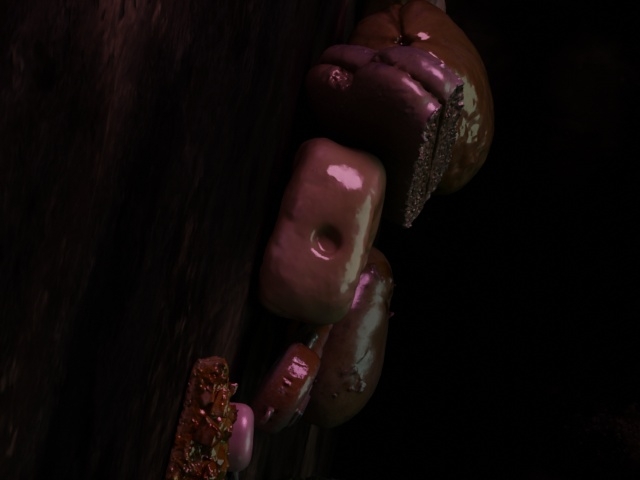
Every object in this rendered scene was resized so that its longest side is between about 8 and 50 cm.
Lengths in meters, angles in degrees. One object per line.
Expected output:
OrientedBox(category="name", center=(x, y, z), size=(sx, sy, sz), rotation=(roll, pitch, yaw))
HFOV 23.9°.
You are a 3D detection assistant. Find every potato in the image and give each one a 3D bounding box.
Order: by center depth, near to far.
OrientedBox(category="potato", center=(0.020, 0.126, 2.074), size=(0.165, 0.165, 0.262), rotation=(62, 36, -82))

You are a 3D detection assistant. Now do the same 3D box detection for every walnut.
OrientedBox(category="walnut", center=(0.118, -0.178, 2.027), size=(0.283, 0.227, 0.283), rotation=(-3, 90, -84))

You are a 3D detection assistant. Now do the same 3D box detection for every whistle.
OrientedBox(category="whistle", center=(-0.028, 0.147, 1.714), size=(0.107, 0.057, 0.220), rotation=(-57, -177, 31))

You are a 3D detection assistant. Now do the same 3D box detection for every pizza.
OrientedBox(category="pizza", center=(-0.106, 0.193, 1.368), size=(0.134, 0.046, 0.175), rotation=(-74, 174, -45))

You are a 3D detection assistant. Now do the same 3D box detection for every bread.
OrientedBox(category="bread", center=(0.065, -0.135, 1.773), size=(0.102, 0.183, 0.337), rotation=(-58, 169, -19))

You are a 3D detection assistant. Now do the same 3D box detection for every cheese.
OrientedBox(category="cheese", center=(0.000, 0.000, 1.711), size=(0.235, 0.117, 0.218), rotation=(100, 5, -51))

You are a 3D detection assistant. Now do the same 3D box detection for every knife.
OrientedBox(category="knife", center=(-0.099, 0.224, 1.678), size=(0.336, 0.043, 0.081), rotation=(109, -15, -77))

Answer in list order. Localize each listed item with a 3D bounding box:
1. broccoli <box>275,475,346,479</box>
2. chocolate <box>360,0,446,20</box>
OrientedBox(category="broccoli", center=(0.002, 0.503, 2.299), size=(0.275, 0.308, 0.308), rotation=(-50, 165, -20))
OrientedBox(category="chocolate", center=(0.125, -0.369, 2.213), size=(0.309, 0.134, 0.134), rotation=(92, 11, -62))
